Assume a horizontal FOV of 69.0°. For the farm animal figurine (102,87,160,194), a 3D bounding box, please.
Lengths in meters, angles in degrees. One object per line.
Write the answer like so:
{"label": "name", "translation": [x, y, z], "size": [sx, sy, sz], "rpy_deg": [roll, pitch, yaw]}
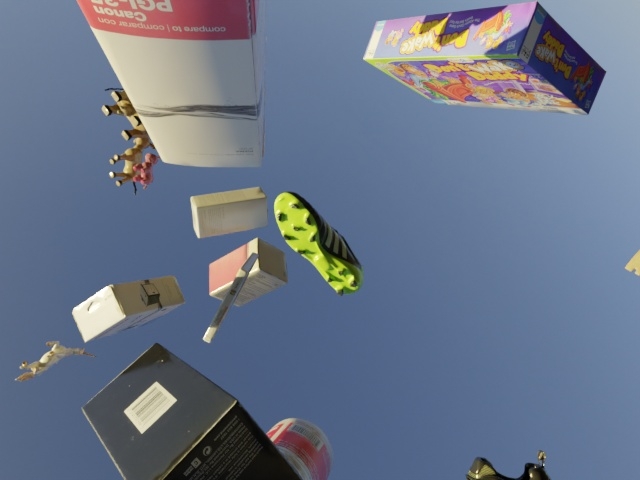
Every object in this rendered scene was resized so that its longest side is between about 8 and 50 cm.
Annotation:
{"label": "farm animal figurine", "translation": [-0.559, -0.350, 1.502], "size": [0.172, 0.331, 0.326], "rpy_deg": [-39, -72, -58]}

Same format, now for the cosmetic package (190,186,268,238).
{"label": "cosmetic package", "translation": [-0.290, -0.092, 1.497], "size": [0.231, 0.117, 0.085], "rpy_deg": [-11, -143, -22]}

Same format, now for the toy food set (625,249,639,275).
{"label": "toy food set", "translation": [0.432, 0.038, 0.456], "size": [0.192, 0.132, 0.038], "rpy_deg": [41, -179, 44]}

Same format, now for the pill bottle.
{"label": "pill bottle", "translation": [-0.125, 0.673, 1.276], "size": [0.229, 0.229, 0.408], "rpy_deg": [44, -165, 12]}

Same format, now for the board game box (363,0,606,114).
{"label": "board game box", "translation": [0.277, -0.316, 0.838], "size": [0.233, 0.078, 0.347], "rpy_deg": [15, -172, -37]}

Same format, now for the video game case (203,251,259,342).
{"label": "video game case", "translation": [-0.233, 0.143, 1.242], "size": [0.026, 0.206, 0.227], "rpy_deg": [28, -172, -4]}

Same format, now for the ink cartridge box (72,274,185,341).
{"label": "ink cartridge box", "translation": [-0.432, 0.150, 1.064], "size": [0.082, 0.140, 0.191], "rpy_deg": [63, -158, 7]}

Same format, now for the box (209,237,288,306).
{"label": "box", "translation": [-0.246, 0.112, 1.586], "size": [0.149, 0.232, 0.126], "rpy_deg": [33, -142, -46]}

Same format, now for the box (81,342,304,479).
{"label": "box", "translation": [-0.208, 0.385, 0.820], "size": [0.179, 0.343, 0.312], "rpy_deg": [-43, -61, -27]}

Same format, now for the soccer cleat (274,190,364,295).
{"label": "soccer cleat", "translation": [0.000, 0.000, 0.659], "size": [0.179, 0.060, 0.072], "rpy_deg": [52, -152, -17]}

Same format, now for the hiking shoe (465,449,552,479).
{"label": "hiking shoe", "translation": [0.221, 0.370, 0.658], "size": [0.227, 0.086, 0.114], "rpy_deg": [-16, -111, 3]}

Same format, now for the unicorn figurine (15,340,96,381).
{"label": "unicorn figurine", "translation": [-0.682, 0.301, 1.190], "size": [0.162, 0.111, 0.060], "rpy_deg": [-24, -107, -15]}

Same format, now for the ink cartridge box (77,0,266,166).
{"label": "ink cartridge box", "translation": [-0.108, -0.213, 0.414], "size": [0.117, 0.283, 0.207], "rpy_deg": [1, -106, -6]}
